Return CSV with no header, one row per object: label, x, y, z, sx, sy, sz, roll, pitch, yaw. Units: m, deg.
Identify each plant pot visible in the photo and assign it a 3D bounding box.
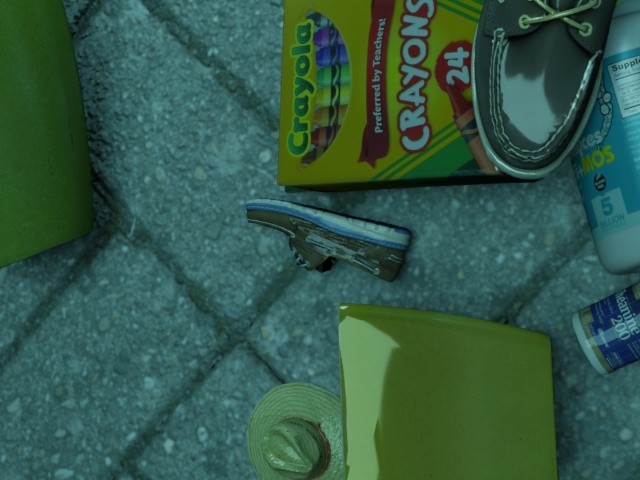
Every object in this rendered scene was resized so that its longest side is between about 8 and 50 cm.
plant pot,0.126,0.162,1.149,0.187,0.212,0.212,-4,85,9
plant pot,-0.369,-0.120,1.343,0.275,0.275,0.293,-20,94,19

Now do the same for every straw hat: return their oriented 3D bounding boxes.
straw hat,-0.027,0.219,1.272,0.145,0.061,0.144,-2,85,21

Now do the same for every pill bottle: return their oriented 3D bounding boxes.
pill bottle,0.304,0.074,1.146,0.120,0.067,0.067,-28,77,18
pill bottle,0.296,-0.110,1.119,0.146,0.146,0.264,-17,80,20

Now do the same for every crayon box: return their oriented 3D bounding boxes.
crayon box,0.064,-0.151,1.205,0.319,0.081,0.202,-2,85,40

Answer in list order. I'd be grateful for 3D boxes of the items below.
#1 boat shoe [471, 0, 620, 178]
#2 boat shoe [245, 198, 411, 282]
boat shoe,0.201,-0.216,1.029,0.117,0.097,0.324,14,85,5
boat shoe,0.000,0.000,1.273,0.183,0.066,0.066,14,93,22
